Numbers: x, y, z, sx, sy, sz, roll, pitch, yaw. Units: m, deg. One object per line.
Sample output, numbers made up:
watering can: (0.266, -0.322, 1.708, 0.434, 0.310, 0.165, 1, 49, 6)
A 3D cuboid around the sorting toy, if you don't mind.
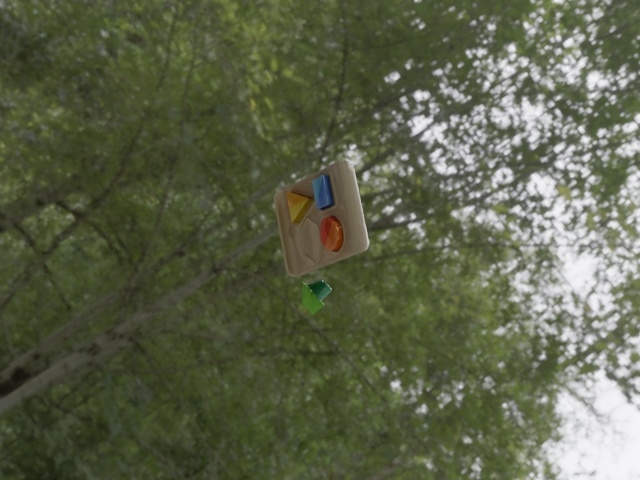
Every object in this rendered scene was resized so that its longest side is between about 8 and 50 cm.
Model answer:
sorting toy: (0.000, 0.000, 0.516, 0.062, 0.012, 0.083, -21, -107, 37)
